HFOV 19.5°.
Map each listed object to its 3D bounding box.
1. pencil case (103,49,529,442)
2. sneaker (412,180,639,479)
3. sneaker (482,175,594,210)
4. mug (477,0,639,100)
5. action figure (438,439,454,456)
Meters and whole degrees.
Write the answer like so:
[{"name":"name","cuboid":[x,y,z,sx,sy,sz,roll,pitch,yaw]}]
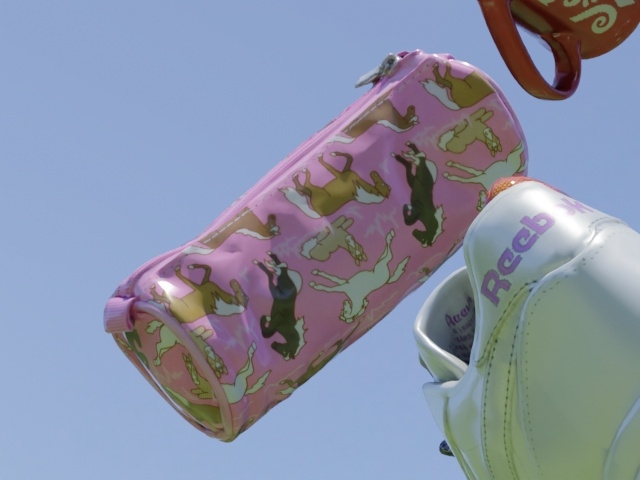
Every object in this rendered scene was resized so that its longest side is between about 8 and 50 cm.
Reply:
[{"name":"pencil case","cuboid":[0.000,0.000,1.583,0.167,0.386,0.160,42,-22,17]},{"name":"sneaker","cuboid":[0.110,0.080,0.697,0.152,0.114,0.305,42,-19,25]},{"name":"sneaker","cuboid":[0.157,0.020,0.897,0.175,0.064,0.067,36,-38,4]},{"name":"mug","cuboid":[0.167,-0.198,1.405,0.113,0.150,0.169,-33,-31,27]},{"name":"action figure","cuboid":[0.214,0.172,1.173,0.276,0.164,0.141,35,2,3]}]
